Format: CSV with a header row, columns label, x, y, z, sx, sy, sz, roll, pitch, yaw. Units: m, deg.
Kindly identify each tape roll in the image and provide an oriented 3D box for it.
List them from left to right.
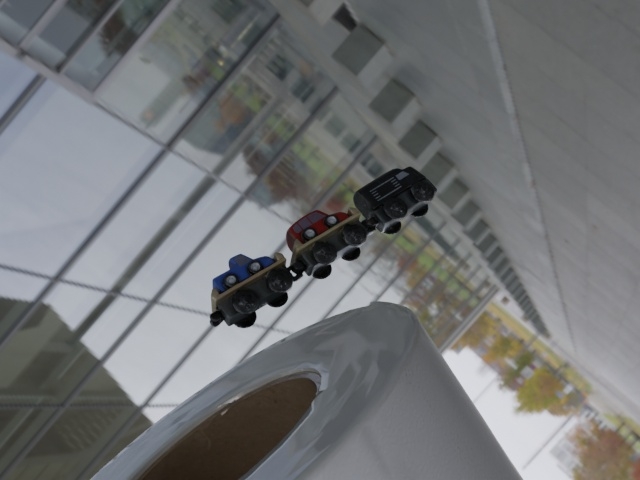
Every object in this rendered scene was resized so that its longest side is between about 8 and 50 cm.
label,x,y,z,sx,sy,sz,roll,pitch,yaw
tape roll,-0.010,0.169,0.410,0.169,0.246,0.246,57,-178,-7

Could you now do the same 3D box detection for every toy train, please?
label,x,y,z,sx,sy,sz,roll,pitch,yaw
toy train,0.000,0.000,0.459,0.036,0.158,0.027,50,156,18
